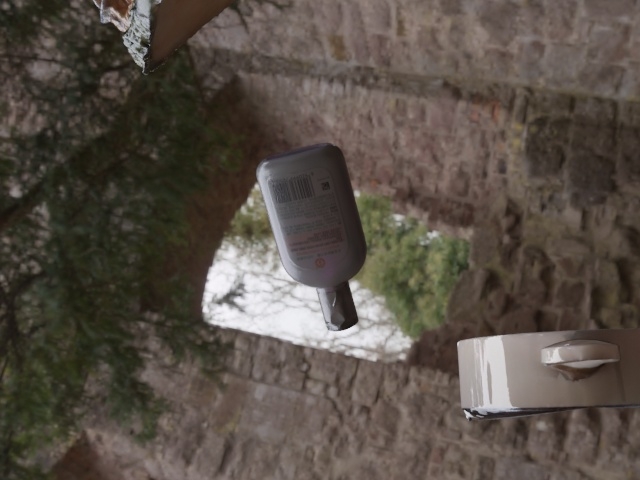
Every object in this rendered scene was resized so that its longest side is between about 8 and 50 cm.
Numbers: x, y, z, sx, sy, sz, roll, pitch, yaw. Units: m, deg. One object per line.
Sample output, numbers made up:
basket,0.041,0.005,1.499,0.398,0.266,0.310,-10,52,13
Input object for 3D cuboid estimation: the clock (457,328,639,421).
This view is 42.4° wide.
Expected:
clock,0.182,0.102,0.615,0.229,0.155,0.063,54,-146,-79

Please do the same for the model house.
model house,-0.174,-0.304,0.830,0.166,0.172,0.183,-45,2,-18

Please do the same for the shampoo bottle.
shampoo bottle,0.000,0.000,0.731,0.040,0.079,0.165,-69,-36,-70
